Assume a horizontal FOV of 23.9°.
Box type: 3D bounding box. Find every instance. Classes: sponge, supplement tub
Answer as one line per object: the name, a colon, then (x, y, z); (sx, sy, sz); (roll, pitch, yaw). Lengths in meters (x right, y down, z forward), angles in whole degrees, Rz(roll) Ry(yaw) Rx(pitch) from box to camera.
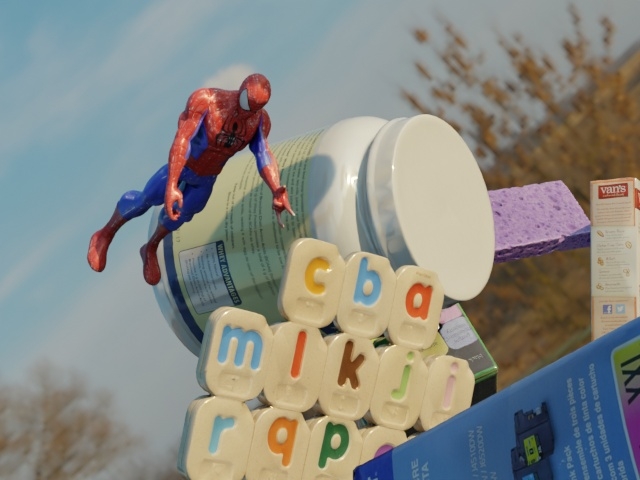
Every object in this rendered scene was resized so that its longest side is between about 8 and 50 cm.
sponge: (0.258, -0.023, 2.064); (0.210, 0.117, 0.031); (-10, -46, -17)
supplement tub: (0.000, 0.000, 1.641); (0.324, 0.235, 0.235); (-15, 11, 34)

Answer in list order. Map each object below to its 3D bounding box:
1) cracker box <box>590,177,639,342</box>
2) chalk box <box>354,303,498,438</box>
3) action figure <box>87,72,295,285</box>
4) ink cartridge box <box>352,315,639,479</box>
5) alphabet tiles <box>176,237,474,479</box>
cracker box: (0.404, 0.047, 1.974); (0.067, 0.232, 0.155); (-4, -11, 26)
chalk box: (0.108, 0.165, 1.899); (0.180, 0.179, 0.289); (-23, -34, -9)
action figure: (-0.114, -0.031, 1.360); (0.091, 0.139, 0.280); (14, -45, -28)
ink cartridge box: (0.207, 0.181, 0.982); (0.270, 0.151, 0.395); (8, -30, -33)
alphabet tiles: (0.012, 0.147, 1.252); (0.021, 0.284, 0.278); (5, 82, 53)
